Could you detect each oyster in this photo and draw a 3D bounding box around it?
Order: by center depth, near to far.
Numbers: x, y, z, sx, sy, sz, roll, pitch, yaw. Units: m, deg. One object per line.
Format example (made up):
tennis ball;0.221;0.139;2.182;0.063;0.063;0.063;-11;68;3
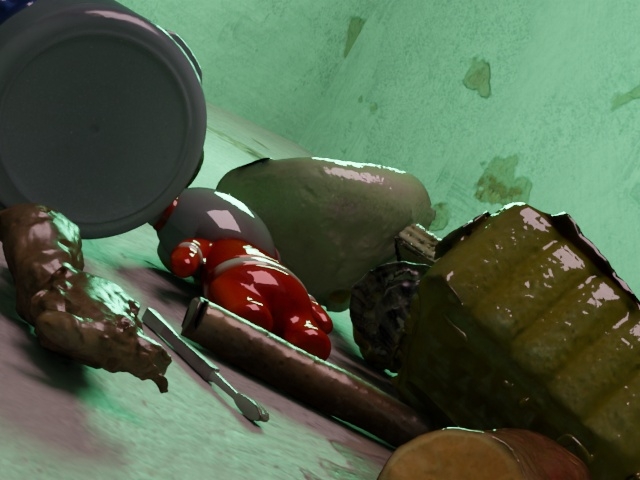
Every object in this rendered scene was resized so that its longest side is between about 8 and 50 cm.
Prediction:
oyster;0.143;0.133;1.783;0.199;0.252;0.087;-10;17;6

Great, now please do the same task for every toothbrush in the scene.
toothbrush;-0.103;0.108;1.384;0.017;0.014;0.194;22;10;-46

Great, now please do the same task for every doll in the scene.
doll;-0.098;0.027;1.685;0.199;0.105;0.336;24;16;-32

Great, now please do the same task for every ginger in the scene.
ginger;-0.195;0.034;1.245;0.122;0.084;0.290;18;11;-28

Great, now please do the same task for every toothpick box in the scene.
toothpick box;-0.282;-0.168;1.701;0.263;0.263;0.354;26;6;-24

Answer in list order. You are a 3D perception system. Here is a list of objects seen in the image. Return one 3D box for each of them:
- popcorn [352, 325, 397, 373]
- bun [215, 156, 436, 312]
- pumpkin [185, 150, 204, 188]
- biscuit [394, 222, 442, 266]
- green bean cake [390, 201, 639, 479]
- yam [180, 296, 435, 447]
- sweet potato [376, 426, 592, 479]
popcorn;0.089;0.094;1.854;0.120;0.116;0.106;38;14;-16
bun;0.000;0.000;1.968;0.283;0.179;0.283;3;-8;0
pumpkin;-0.251;-0.149;2.074;0.219;0.162;0.219;33;8;-5
biscuit;0.168;0.102;1.896;0.147;0.046;0.250;34;-28;46
green bean cake;0.201;0.154;1.564;0.310;0.202;0.285;48;-22;19
yam;-0.009;0.129;1.487;0.264;0.046;0.046;29;7;-10
sweet potato;0.165;0.212;1.293;0.131;0.131;0.336;33;9;26
